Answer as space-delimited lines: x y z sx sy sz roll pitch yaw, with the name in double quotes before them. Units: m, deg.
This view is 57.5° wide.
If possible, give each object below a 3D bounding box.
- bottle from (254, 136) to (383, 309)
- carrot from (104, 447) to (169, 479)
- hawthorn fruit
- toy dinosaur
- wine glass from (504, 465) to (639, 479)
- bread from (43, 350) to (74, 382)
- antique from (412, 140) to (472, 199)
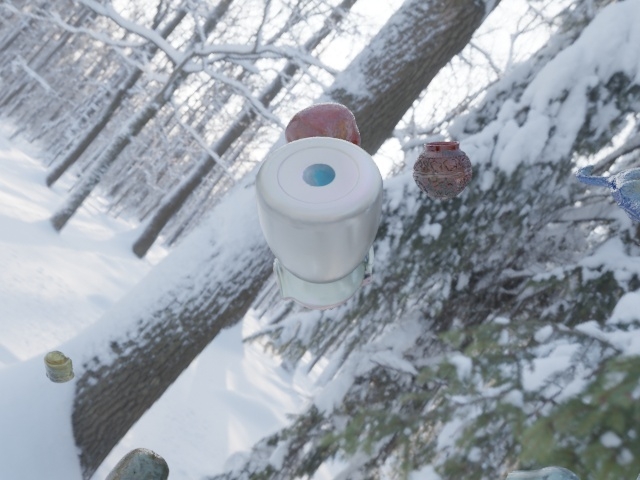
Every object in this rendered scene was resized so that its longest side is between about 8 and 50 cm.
"bottle" 0.000 0.000 0.744 0.148 0.147 0.236 33 -32 25
"carrot" -0.230 0.346 0.510 0.070 0.342 0.070 13 -41 11
"hawthorn fruit" 0.005 -0.159 0.922 0.128 0.128 0.128 36 -8 6
"toy dinosaur" 0.448 -0.062 0.886 0.188 0.247 0.075 -1 -56 44
"wine glass" 0.320 0.318 0.716 0.079 0.079 0.195 39 -35 -16
"bread" -0.453 0.221 1.009 0.049 0.033 0.088 23 -39 -6
"antique" 0.206 -0.117 0.990 0.104 0.104 0.104 36 -8 6
